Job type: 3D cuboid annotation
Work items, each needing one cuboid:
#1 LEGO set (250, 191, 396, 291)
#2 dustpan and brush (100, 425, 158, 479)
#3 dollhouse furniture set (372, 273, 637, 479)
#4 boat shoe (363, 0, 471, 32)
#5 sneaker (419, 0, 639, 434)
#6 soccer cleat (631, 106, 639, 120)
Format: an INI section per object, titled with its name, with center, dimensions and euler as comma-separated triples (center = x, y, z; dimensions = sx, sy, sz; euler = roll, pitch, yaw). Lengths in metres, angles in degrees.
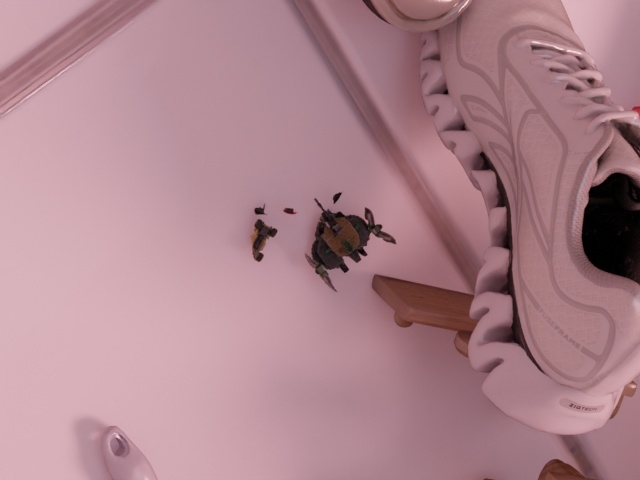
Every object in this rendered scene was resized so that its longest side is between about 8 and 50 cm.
[LEGO set]
center = -0.001, -0.003, 0.961
dimensions = 0.083, 0.023, 0.054
euler = 21, 83, -14
[dustpan and brush]
center = -0.061, 0.192, 0.935
dimensions = 0.147, 0.060, 0.211
euler = -37, 117, -31
[dollhouse furniture set]
center = 0.086, 0.123, 0.962
dimensions = 0.123, 0.144, 0.151
euler = 13, 104, -23
[boat shoe]
center = 0.033, -0.282, 0.918
dimensions = 0.112, 0.095, 0.335
euler = -12, 106, -23
[sneaker]
center = 0.131, -0.049, 0.915
dimensions = 0.110, 0.118, 0.292
euler = 4, 60, -26
[soccer cleat]
center = 0.281, -0.150, 1.057
dimensions = 0.095, 0.083, 0.248
euler = 31, 84, -22
